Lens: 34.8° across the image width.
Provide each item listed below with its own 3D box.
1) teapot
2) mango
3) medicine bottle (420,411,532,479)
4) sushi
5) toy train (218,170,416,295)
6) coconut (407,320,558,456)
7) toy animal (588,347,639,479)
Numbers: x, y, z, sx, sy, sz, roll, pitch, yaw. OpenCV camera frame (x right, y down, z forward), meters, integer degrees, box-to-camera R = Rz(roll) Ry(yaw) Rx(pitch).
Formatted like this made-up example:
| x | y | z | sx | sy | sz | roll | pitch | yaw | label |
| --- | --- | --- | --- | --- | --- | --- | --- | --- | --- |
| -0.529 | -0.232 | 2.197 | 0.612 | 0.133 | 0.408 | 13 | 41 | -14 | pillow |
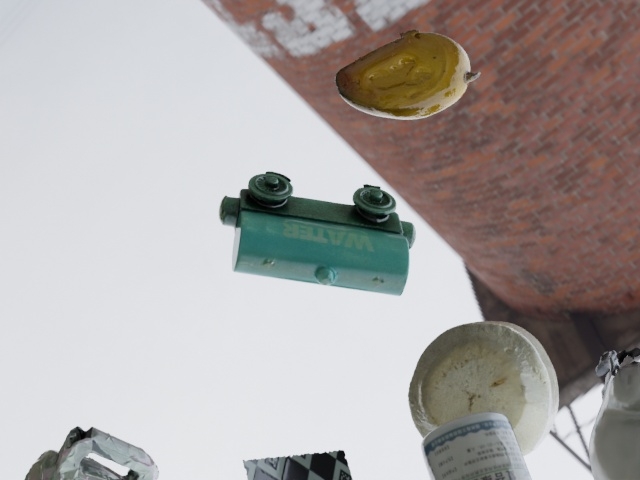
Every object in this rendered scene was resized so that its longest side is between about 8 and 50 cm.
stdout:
| x | y | z | sx | sy | sz | roll | pitch | yaw | label |
| --- | --- | --- | --- | --- | --- | --- | --- | --- | --- |
| -0.371 | 0.400 | 1.629 | 0.163 | 0.178 | 0.221 | 11 | -98 | 60 | teapot |
| 0.101 | -0.192 | 1.213 | 0.188 | 0.066 | 0.101 | -5 | -100 | 31 | mango |
| 0.234 | 0.370 | 1.416 | 0.139 | 0.139 | 0.236 | -31 | -123 | 26 | medicine bottle |
| -0.020 | 0.429 | 1.488 | 0.047 | 0.220 | 0.231 | -34 | -117 | 35 | sushi |
| 0.000 | 0.000 | 1.240 | 0.159 | 0.248 | 0.101 | -97 | -162 | -52 | toy train |
| 0.271 | 0.247 | 1.667 | 0.237 | 0.237 | 0.266 | -44 | 169 | 6 | coconut |
| 0.236 | 0.229 | 0.648 | 0.247 | 0.183 | 0.310 | 115 | -2 | -54 | toy animal |
